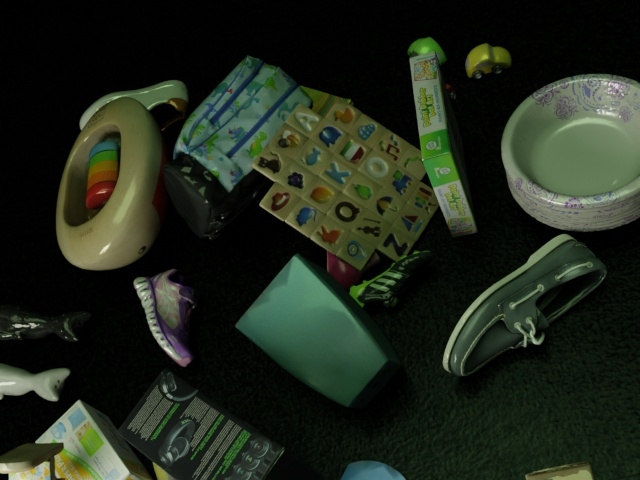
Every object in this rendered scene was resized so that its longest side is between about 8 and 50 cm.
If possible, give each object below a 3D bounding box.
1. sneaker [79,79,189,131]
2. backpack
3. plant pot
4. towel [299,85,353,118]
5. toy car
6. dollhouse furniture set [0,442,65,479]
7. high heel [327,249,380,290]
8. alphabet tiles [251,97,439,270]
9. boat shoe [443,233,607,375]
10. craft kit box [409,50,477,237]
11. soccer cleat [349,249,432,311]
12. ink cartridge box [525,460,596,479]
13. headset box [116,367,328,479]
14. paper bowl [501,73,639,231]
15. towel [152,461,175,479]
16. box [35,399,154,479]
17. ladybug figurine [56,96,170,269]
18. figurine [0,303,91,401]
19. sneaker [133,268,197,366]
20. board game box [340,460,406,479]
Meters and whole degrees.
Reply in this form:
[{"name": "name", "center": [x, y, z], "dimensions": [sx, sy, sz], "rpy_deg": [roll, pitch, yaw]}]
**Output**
[{"name": "sneaker", "center": [-0.462, -0.301, 1.880], "dimensions": [0.290, 0.106, 0.123], "rpy_deg": [-19, 51, 9]}, {"name": "backpack", "center": [-0.168, -0.208, 1.593], "dimensions": [0.355, 0.290, 0.273], "rpy_deg": [-37, 86, -15]}, {"name": "plant pot", "center": [0.014, 0.171, 1.321], "dimensions": [0.234, 0.165, 0.165], "rpy_deg": [41, 92, 23]}, {"name": "towel", "center": [-0.043, -0.312, 1.763], "dimensions": [0.237, 0.021, 0.102], "rpy_deg": [24, 70, 34]}, {"name": "toy car", "center": [0.262, -0.383, 1.657], "dimensions": [0.239, 0.053, 0.225], "rpy_deg": [-38, 52, -4]}, {"name": "dollhouse furniture set", "center": [-0.440, 0.512, 1.158], "dimensions": [0.394, 0.256, 0.362], "rpy_deg": [-3, 87, 2]}, {"name": "high heel", "center": [0.000, 0.000, 1.503], "dimensions": [0.117, 0.082, 0.244], "rpy_deg": [-36, 64, -14]}, {"name": "alphabet tiles", "center": [0.055, -0.113, 1.477], "dimensions": [0.343, 0.011, 0.285], "rpy_deg": [34, 70, 2]}, {"name": "boat shoe", "center": [0.338, 0.118, 1.259], "dimensions": [0.319, 0.116, 0.099], "rpy_deg": [-40, 48, -12]}, {"name": "craft kit box", "center": [0.228, -0.173, 1.412], "dimensions": [0.061, 0.250, 0.246], "rpy_deg": [-15, 53, 14]}, {"name": "soccer cleat", "center": [0.135, 0.082, 1.410], "dimensions": [0.179, 0.060, 0.072], "rpy_deg": [-32, 61, 9]}, {"name": "ink cartridge box", "center": [0.336, 0.418, 0.985], "dimensions": [0.088, 0.234, 0.193], "rpy_deg": [-15, 53, 13]}, {"name": "headset box", "center": [-0.135, 0.359, 1.218], "dimensions": [0.283, 0.246, 0.131], "rpy_deg": [24, 71, 34]}, {"name": "paper bowl", "center": [0.472, -0.142, 1.350], "dimensions": [0.284, 0.148, 0.284], "rpy_deg": [-11, 55, 16]}, {"name": "towel", "center": [-0.263, 0.425, 1.353], "dimensions": [0.083, 0.060, 0.009], "rpy_deg": [17, 37, 32]}, {"name": "box", "center": [-0.408, 0.409, 1.393], "dimensions": [0.114, 0.103, 0.203], "rpy_deg": [-45, 53, -9]}, {"name": "ladybug figurine", "center": [-0.445, -0.124, 1.700], "dimensions": [0.305, 0.162, 0.449], "rpy_deg": [-25, 52, 29]}, {"name": "figurine", "center": [-0.599, 0.239, 1.603], "dimensions": [0.210, 0.092, 0.214], "rpy_deg": [-1, 59, 18]}, {"name": "sneaker", "center": [-0.292, 0.143, 1.531], "dimensions": [0.105, 0.095, 0.236], "rpy_deg": [-28, 51, -5]}, {"name": "board game box", "center": [0.078, 0.439, 1.212], "dimensions": [0.133, 0.033, 0.168], "rpy_deg": [22, 75, 28]}]
